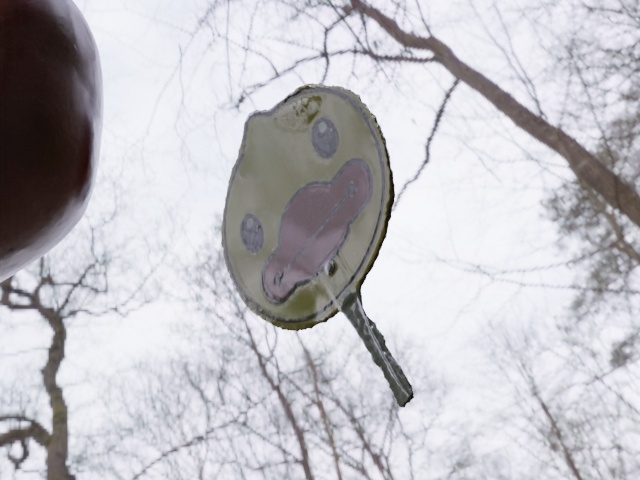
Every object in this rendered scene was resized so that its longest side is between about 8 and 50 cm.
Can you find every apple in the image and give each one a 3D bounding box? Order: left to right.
[{"bbox_3d":[-0.237,-0.066,0.560,0.234,0.234,0.234,-8,-52,-10],"label":"apple"}]

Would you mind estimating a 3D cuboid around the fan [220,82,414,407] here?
[{"bbox_3d":[-0.001,0.000,0.822,0.011,0.335,0.229,5,-46,-43],"label":"fan"}]
